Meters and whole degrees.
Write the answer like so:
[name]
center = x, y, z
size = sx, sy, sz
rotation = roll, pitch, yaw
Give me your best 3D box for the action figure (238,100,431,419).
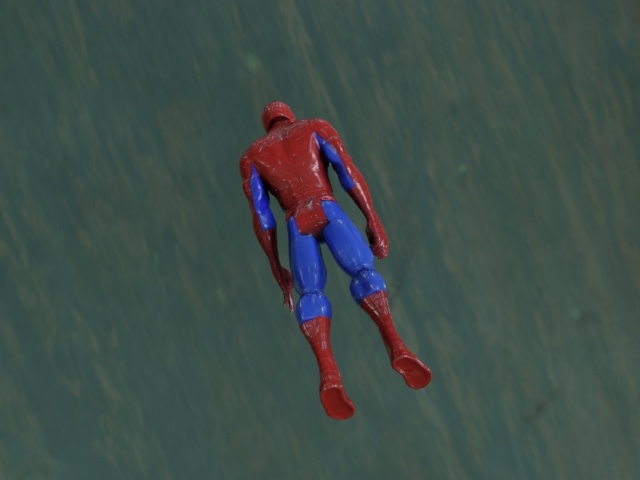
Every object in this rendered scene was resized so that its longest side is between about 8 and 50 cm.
[action figure]
center = 0.000, 0.000, 0.499
size = 0.038, 0.115, 0.030
rotation = -26, 143, 8
